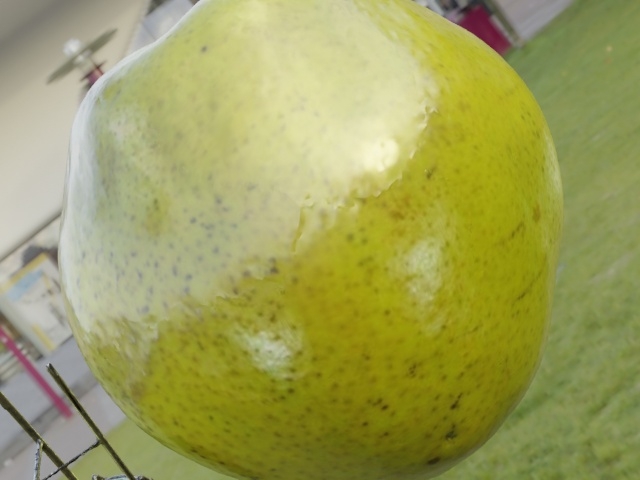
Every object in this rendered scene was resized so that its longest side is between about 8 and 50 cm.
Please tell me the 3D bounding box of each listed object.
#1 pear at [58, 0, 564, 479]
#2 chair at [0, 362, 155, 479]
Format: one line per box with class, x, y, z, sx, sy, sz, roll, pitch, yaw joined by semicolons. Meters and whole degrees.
pear;0.000;0.000;0.627;0.294;0.294;0.294;-38;6;5
chair;-0.225;0.276;1.093;0.160;0.325;0.170;-15;31;43
